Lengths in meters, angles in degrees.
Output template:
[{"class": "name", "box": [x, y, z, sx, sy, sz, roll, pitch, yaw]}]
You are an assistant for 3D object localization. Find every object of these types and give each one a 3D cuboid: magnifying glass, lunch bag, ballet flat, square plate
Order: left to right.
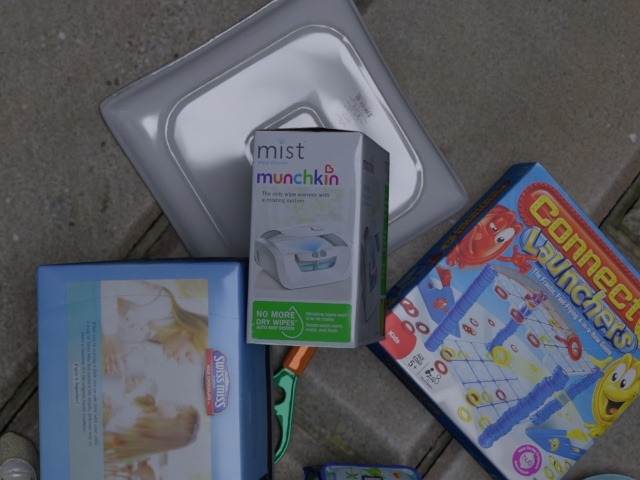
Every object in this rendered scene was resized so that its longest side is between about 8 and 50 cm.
[{"class": "ballet flat", "box": [-0.349, 0.307, 1.863, 0.057, 0.052, 0.168, -3, 89, -13]}, {"class": "magnifying glass", "box": [-0.050, 0.179, 1.948, 0.092, 0.026, 0.231, 32, 87, -11]}, {"class": "square plate", "box": [-0.035, -0.105, 1.948, 0.344, 0.049, 0.347, -33, 97, -11]}, {"class": "lunch bag", "box": [0.052, 0.314, 1.908, 0.129, 0.151, 0.096, 4, 88, -13]}]

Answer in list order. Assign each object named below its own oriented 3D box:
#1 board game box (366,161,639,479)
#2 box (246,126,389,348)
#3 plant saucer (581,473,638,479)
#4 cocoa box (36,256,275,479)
[{"class": "board game box", "box": [0.254, 0.115, 1.992, 0.302, 0.086, 0.308, -45, 99, -10]}, {"class": "box", "box": [0.000, 0.000, 1.786, 0.127, 0.262, 0.231, 2, 88, 9]}, {"class": "plant saucer", "box": [0.360, 0.392, 2.038, 0.195, 0.037, 0.195, 0, 90, -14]}, {"class": "cocoa box", "box": [-0.177, 0.193, 1.786, 0.231, 0.228, 0.347, -1, 89, 7]}]
